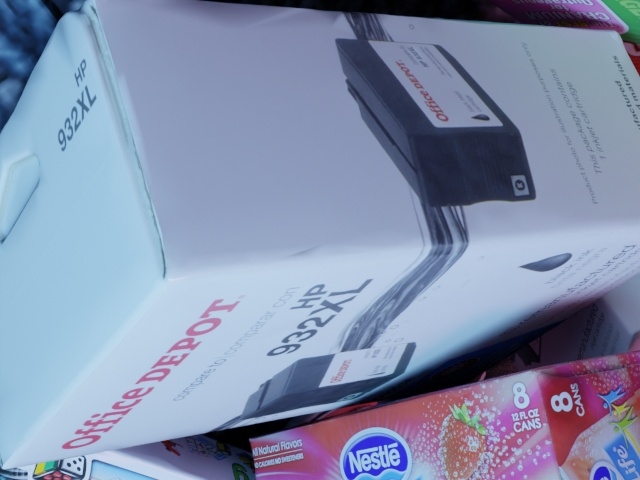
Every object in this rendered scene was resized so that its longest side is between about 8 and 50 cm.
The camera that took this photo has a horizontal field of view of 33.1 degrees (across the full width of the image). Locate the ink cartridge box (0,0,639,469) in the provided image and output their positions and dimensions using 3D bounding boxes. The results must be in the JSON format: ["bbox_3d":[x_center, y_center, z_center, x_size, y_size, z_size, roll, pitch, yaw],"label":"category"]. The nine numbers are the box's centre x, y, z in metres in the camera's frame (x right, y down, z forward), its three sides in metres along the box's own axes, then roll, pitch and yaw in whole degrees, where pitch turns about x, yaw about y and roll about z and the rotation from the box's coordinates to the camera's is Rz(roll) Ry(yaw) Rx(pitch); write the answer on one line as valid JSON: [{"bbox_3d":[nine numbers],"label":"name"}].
[{"bbox_3d":[0.000,0.000,0.548,0.307,0.129,0.223,-4,155,-35],"label":"ink cartridge box"}]

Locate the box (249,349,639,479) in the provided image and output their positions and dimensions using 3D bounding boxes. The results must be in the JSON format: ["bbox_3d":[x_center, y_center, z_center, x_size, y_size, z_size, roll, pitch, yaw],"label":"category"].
[{"bbox_3d":[0.082,0.150,0.618,0.122,0.128,0.257,-2,166,-38],"label":"box"}]

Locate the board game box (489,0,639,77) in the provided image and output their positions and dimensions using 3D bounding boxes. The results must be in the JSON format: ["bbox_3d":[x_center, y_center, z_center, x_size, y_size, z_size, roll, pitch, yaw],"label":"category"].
[{"bbox_3d":[0.242,-0.126,0.571,0.316,0.242,0.064,17,85,-46],"label":"board game box"}]

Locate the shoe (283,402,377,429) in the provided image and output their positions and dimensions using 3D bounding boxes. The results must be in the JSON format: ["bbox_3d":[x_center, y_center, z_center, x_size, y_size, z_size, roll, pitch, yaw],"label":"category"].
[{"bbox_3d":[-0.008,0.192,0.838,0.178,0.081,0.063,-45,142,11],"label":"shoe"}]

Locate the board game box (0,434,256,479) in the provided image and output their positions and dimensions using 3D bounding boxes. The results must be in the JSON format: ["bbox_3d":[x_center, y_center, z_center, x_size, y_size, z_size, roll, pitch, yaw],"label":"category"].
[{"bbox_3d":[-0.117,0.215,0.727,0.305,0.053,0.193,26,113,-29],"label":"board game box"}]

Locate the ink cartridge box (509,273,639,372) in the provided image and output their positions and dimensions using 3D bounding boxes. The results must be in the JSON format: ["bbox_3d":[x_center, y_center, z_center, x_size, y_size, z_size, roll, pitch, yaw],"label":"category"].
[{"bbox_3d":[0.163,0.024,0.703,0.082,0.191,0.139,-20,140,-18],"label":"ink cartridge box"}]

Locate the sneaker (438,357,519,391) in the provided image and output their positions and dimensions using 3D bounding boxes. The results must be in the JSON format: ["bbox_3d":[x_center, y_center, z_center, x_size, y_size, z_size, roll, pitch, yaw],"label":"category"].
[{"bbox_3d":[0.293,0.073,0.848,0.483,0.202,0.185,-32,142,-6],"label":"sneaker"}]
